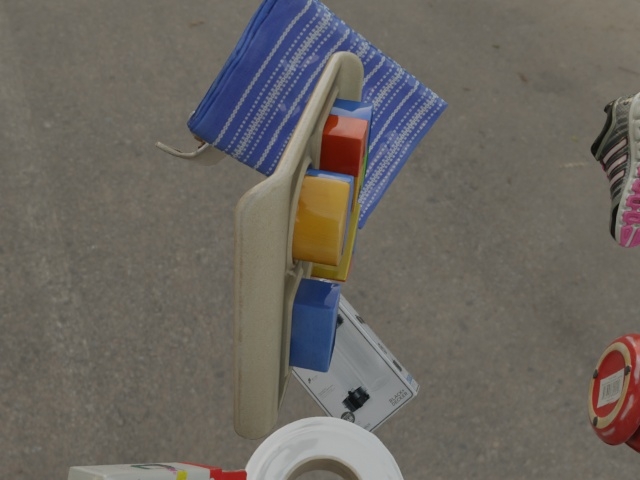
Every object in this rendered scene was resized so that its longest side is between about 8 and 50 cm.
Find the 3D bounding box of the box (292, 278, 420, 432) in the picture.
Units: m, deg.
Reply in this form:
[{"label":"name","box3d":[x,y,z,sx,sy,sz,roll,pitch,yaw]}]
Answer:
[{"label":"box","box3d":[0.038,0.232,1.422,0.290,0.169,0.087,48,9,8]}]

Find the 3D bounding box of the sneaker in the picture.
[{"label":"sneaker","box3d":[0.331,-0.079,0.781,0.063,0.170,0.075,-4,12,-21]}]

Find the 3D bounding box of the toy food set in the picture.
[{"label":"toy food set","box3d":[-0.134,-0.244,1.212,0.306,0.220,0.092,-43,92,1]}]

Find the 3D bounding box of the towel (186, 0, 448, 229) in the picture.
[{"label":"towel","box3d":[0.007,-0.179,1.030,0.336,0.243,0.040,28,11,-33]}]

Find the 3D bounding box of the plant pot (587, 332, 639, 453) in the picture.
[{"label":"plant pot","box3d":[0.507,0.233,1.071,0.174,0.191,0.191,18,44,1]}]

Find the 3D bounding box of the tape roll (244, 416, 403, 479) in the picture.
[{"label":"tape roll","box3d":[0.000,0.450,1.224,0.286,0.100,0.286,1,61,-3]}]

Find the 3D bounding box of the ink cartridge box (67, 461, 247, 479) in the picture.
[{"label":"ink cartridge box","box3d":[-0.202,0.352,0.908,0.078,0.231,0.134,-5,75,39]}]

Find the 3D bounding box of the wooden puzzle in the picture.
[{"label":"wooden puzzle","box3d":[0.000,0.000,0.804,0.081,0.322,0.348,13,36,10]}]
